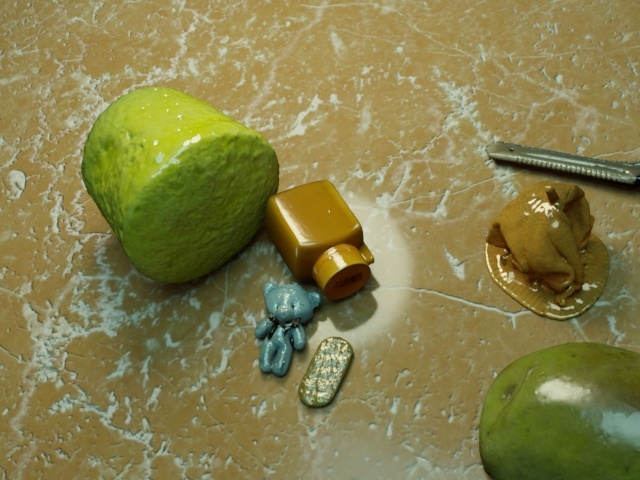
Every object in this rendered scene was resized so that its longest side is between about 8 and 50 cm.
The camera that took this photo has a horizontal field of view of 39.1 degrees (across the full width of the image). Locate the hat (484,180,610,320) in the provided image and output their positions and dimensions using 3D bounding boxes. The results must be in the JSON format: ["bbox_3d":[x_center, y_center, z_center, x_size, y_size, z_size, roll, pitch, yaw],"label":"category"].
[{"bbox_3d":[0.409,-0.019,1.626,0.234,0.233,0.244,0,56,13],"label":"hat"}]

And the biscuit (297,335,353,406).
[{"bbox_3d":[0.010,0.241,1.662,0.071,0.018,0.147,17,63,19],"label":"biscuit"}]

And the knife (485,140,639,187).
[{"bbox_3d":[0.510,-0.153,1.812,0.365,0.043,0.089,11,27,20],"label":"knife"}]

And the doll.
[{"bbox_3d":[-0.073,0.159,1.697,0.120,0.075,0.179,12,61,11],"label":"doll"}]

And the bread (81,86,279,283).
[{"bbox_3d":[-0.287,-0.115,1.770,0.348,0.348,0.308,-42,54,-16],"label":"bread"}]

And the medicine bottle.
[{"bbox_3d":[0.000,0.001,1.751,0.149,0.112,0.222,-18,54,-21],"label":"medicine bottle"}]

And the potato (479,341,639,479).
[{"bbox_3d":[0.397,0.283,1.446,0.280,0.212,0.330,6,57,14],"label":"potato"}]
